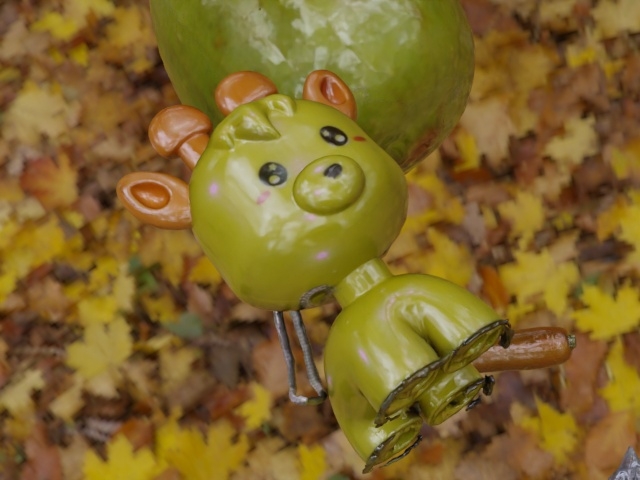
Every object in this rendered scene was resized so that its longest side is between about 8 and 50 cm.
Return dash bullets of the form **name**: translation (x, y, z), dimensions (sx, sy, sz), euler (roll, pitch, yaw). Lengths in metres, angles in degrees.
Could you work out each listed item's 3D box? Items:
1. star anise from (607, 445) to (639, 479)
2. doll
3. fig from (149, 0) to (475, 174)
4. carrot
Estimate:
- **star anise**: translation (0.290, 0.283, 1.329), dimensions (0.081, 0.262, 0.230), euler (-8, 83, -19)
- **doll**: translation (0.000, 0.000, 0.832), dimensions (0.143, 0.135, 0.221), euler (-34, 71, -20)
- **fig**: translation (-0.018, -0.180, 1.448), dimensions (0.258, 0.258, 0.326), euler (-41, 58, -14)
- **carrot**: translation (0.132, 0.115, 1.601), dimensions (0.248, 0.043, 0.043), euler (-6, 51, 13)
